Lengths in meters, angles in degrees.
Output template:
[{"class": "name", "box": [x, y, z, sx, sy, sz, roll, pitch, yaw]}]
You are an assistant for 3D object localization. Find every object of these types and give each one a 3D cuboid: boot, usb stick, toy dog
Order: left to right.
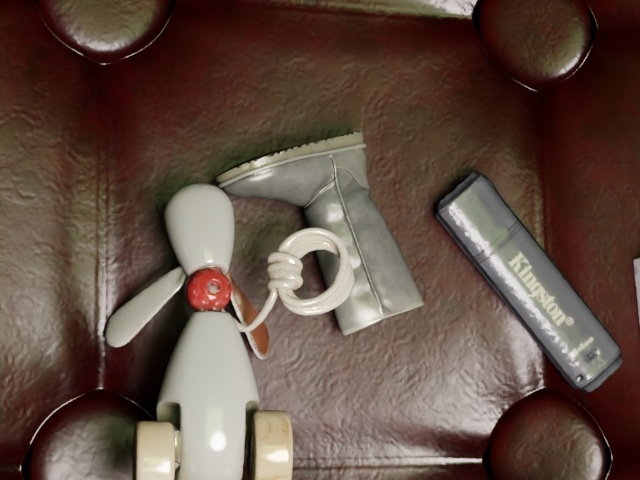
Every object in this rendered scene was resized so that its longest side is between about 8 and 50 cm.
[{"class": "toy dog", "box": [-0.114, 0.127, 1.486, 0.220, 0.161, 0.333, 21, 64, -6]}, {"class": "boot", "box": [0.000, 0.000, 1.563, 0.190, 0.076, 0.208, -14, 94, -16]}, {"class": "usb stick", "box": [0.232, 0.046, 1.633, 0.077, 0.045, 0.278, -41, 96, -18]}]

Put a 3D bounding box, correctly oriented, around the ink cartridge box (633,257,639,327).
[{"class": "ink cartridge box", "box": [0.425, 0.104, 1.676, 0.104, 0.060, 0.180, -4, 84, -18]}]
